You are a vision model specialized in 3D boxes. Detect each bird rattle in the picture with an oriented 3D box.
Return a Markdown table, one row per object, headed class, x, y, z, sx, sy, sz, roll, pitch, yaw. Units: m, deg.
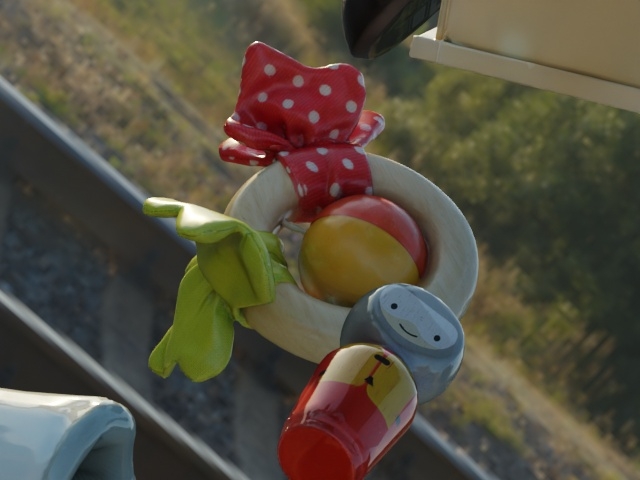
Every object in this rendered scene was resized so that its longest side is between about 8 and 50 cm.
| class | x | y | z | sx | sy | sz | roll | pitch | yaw |
| --- | --- | --- | --- | --- | --- | --- | --- | --- | --- |
| bird rattle | 0.000 | 0.000 | 1.030 | 0.207 | 0.143 | 0.253 | 27 | 41 | 10 |

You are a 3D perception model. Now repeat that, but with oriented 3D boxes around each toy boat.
| class | x | y | z | sx | sy | sz | roll | pitch | yaw |
| --- | --- | --- | --- | --- | --- | --- | --- | --- | --- |
| toy boat | 0.072 | 0.186 | 0.874 | 0.148 | 0.267 | 0.318 | -48 | 122 | -54 |

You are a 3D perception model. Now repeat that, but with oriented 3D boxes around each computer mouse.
| class | x | y | z | sx | sy | sz | roll | pitch | yaw |
| --- | --- | --- | --- | --- | --- | --- | --- | --- | --- |
| computer mouse | 0.108 | -0.251 | 1.281 | 0.072 | 0.272 | 0.188 | 48 | -11 | 7 |

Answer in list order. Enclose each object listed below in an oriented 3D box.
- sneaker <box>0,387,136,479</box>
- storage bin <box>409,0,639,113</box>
| class | x | y | z | sx | sy | sz | roll | pitch | yaw |
| --- | --- | --- | --- | --- | --- | --- | --- | --- | --- |
| sneaker | -0.049 | 0.193 | 0.482 | 0.122 | 0.146 | 0.330 | -43 | 113 | -52 |
| storage bin | 0.225 | -0.149 | 0.861 | 0.262 | 0.123 | 0.260 | 16 | 23 | 22 |
